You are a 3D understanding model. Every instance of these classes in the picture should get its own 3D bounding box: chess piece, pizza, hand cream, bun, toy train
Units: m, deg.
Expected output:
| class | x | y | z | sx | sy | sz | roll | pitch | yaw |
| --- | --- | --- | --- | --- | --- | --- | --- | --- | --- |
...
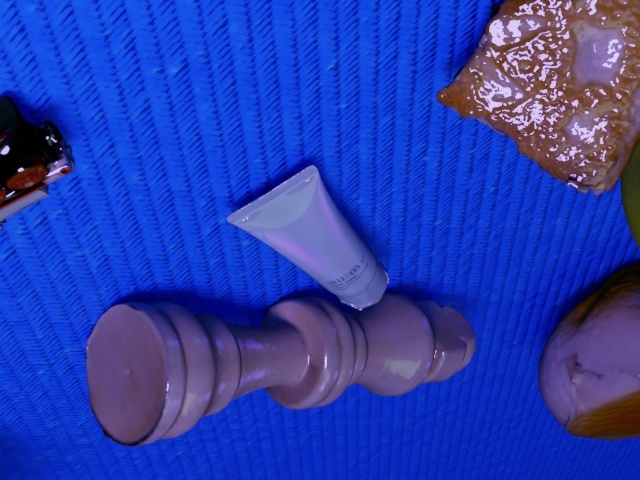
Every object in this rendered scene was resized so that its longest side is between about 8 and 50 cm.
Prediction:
| class | x | y | z | sx | sy | sz | roll | pitch | yaw |
| --- | --- | --- | --- | --- | --- | --- | --- | --- | --- |
| chess piece | -0.012 | 0.102 | 1.231 | 0.397 | 0.117 | 0.117 | -2 | 146 | -43 |
| pizza | 0.160 | -0.116 | 0.972 | 0.161 | 0.062 | 0.182 | -10 | 114 | 3 |
| hand cream | 0.000 | 0.000 | 1.116 | 0.078 | 0.050 | 0.205 | -30 | 150 | 10 |
| bun | 0.375 | 0.106 | 1.510 | 0.299 | 0.164 | 0.299 | -8 | 158 | -3 |
| toy train | -0.261 | -0.005 | 0.871 | 0.250 | 0.053 | 0.085 | -30 | 162 | 11 |

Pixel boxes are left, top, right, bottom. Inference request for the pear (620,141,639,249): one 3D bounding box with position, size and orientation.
| class | x | y | z | sx | sy | sz | roll | pitch | yaw |
| --- | --- | --- | --- | --- | --- | --- | --- | --- | --- |
| pear | 0.370 | -0.017 | 1.204 | 0.188 | 0.219 | 0.187 | -28 | 159 | -12 |
